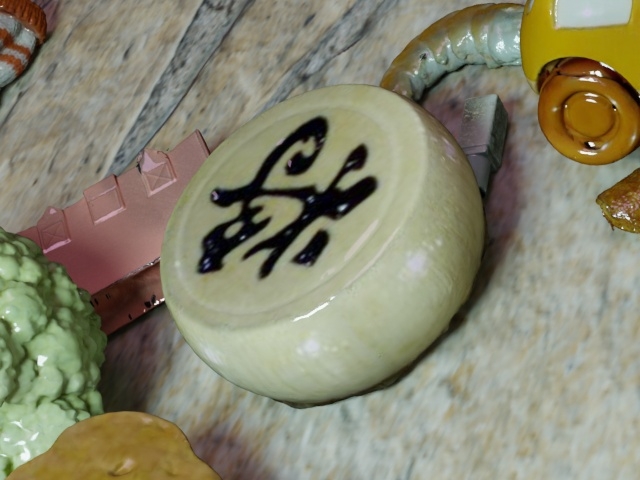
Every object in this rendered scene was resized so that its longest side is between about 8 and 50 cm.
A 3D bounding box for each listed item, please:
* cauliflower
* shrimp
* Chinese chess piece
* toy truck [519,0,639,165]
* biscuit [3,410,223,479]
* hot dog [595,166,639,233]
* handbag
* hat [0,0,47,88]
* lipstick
[{"bbox_3d":[-0.299,0.119,1.051,0.327,0.260,0.281,30,94,6],"label":"cauliflower"},{"bbox_3d":[0.116,-0.138,1.207,0.161,0.049,0.166,4,52,40],"label":"shrimp"},{"bbox_3d":[0.000,0.000,1.073,0.257,0.104,0.257,-21,44,21],"label":"Chinese chess piece"},{"bbox_3d":[0.276,-0.187,0.997,0.288,0.212,0.204,1,33,31],"label":"toy truck"},{"bbox_3d":[-0.110,0.250,0.848,0.312,0.057,0.351,9,38,7],"label":"biscuit"},{"bbox_3d":[0.242,-0.035,1.018,0.083,0.035,0.058,-32,38,-2],"label":"hot dog"},{"bbox_3d":[-0.175,0.001,1.246,0.212,0.059,0.157,-30,40,1],"label":"handbag"},{"bbox_3d":[-0.375,-0.202,1.583,0.093,0.112,0.162,-37,40,42],"label":"hat"},{"bbox_3d":[0.125,-0.059,1.129,0.030,0.030,0.129,-7,49,28],"label":"lipstick"}]
